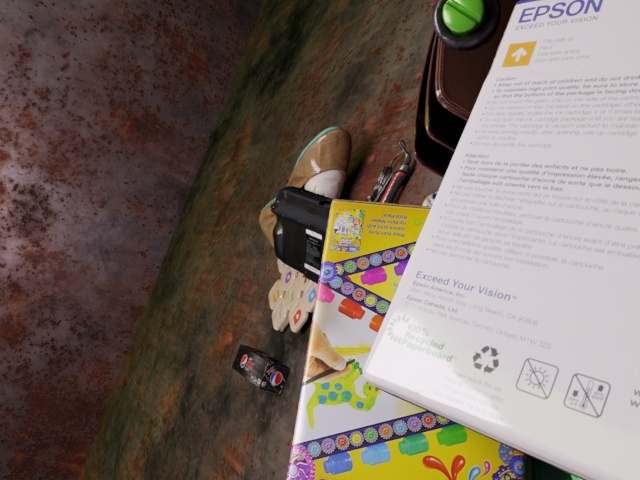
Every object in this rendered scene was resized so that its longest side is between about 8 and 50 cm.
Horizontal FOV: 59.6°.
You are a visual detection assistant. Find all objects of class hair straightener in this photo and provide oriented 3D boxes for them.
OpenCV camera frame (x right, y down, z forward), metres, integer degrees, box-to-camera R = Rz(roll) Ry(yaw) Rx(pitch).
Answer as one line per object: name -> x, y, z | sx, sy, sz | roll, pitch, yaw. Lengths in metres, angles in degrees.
hair straightener -> 0.102, -0.080, 1.037 | 0.230, 0.047, 0.089 | -68, 25, 10

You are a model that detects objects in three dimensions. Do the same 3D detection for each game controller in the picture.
game controller -> 0.000, 0.000, 1.052 | 0.319, 0.067, 0.166 | 25, 125, 53

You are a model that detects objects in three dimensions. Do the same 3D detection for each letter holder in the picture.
letter holder -> 0.212, -0.260, 0.796 | 0.152, 0.214, 0.301 | -16, 56, 57

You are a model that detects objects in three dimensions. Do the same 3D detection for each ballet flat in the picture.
ballet flat -> -0.027, -0.089, 1.197 | 0.342, 0.116, 0.124 | -44, 52, 40

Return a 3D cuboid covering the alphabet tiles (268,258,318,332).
alphabet tiles -> -0.030, 0.055, 1.206 | 0.284, 0.021, 0.278 | -56, 26, 20

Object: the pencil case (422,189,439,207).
pencil case -> 0.125, 0.063, 0.800 | 0.113, 0.124, 0.273 | 50, 119, 31

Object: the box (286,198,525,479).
box -> 0.090, 0.150, 0.565 | 0.290, 0.177, 0.279 | 69, -152, -67

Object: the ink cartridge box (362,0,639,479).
ink cartridge box -> 0.220, -0.013, 0.327 | 0.324, 0.071, 0.330 | 13, 73, 46

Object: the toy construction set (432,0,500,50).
toy construction set -> 0.279, -0.167, 0.542 | 0.309, 0.237, 0.257 | 2, 100, 22

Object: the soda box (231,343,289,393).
soda box -> -0.129, 0.270, 1.181 | 0.169, 0.053, 0.060 | 7, 75, 62

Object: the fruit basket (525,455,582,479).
fruit basket -> 0.294, 0.042, 0.453 | 0.327, 0.165, 0.353 | -31, 35, 38
